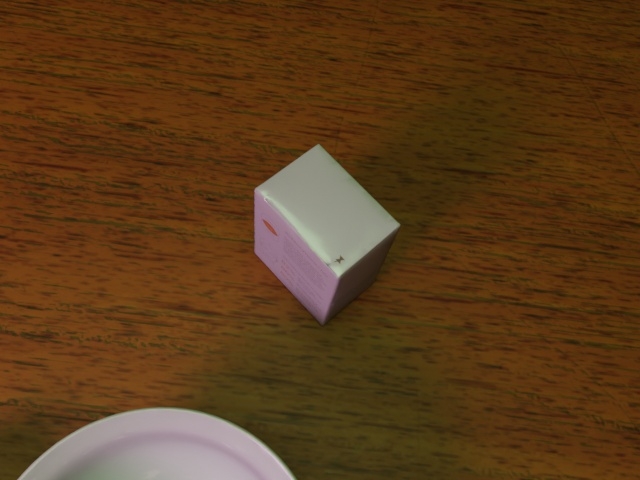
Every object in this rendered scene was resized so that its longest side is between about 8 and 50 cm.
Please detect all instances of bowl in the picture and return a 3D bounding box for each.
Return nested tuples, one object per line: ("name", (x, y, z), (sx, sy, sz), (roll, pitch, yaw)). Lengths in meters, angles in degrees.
("bowl", (-0.147, 0.313, 0.594), (0.297, 0.134, 0.298), (3, 65, -5))

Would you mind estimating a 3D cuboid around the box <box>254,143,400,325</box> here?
("box", (0.000, 0.000, 0.729), (0.091, 0.170, 0.130), (-38, 76, -20))
